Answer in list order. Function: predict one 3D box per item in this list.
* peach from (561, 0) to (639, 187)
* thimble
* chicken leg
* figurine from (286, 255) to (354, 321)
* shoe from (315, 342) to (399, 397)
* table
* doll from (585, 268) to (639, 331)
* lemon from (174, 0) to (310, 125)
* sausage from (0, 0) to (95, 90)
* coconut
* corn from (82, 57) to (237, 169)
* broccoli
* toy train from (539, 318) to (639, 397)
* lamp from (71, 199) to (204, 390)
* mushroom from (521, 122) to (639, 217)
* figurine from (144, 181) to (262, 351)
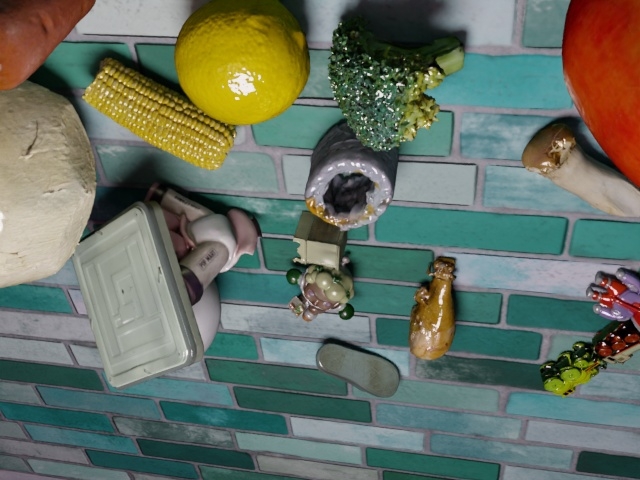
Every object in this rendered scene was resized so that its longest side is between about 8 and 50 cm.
[{"bbox_3d":[0.457,-0.193,0.865,0.387,0.388,0.388,8,136,7],"label":"peach"},{"bbox_3d":[0.050,-0.103,1.233,0.127,0.118,0.151,35,132,-21],"label":"thimble"},{"bbox_3d":[0.210,0.121,1.451,0.085,0.101,0.208,7,116,2],"label":"chicken leg"},{"bbox_3d":[-0.002,0.101,1.475,0.147,0.094,0.197,34,135,-3],"label":"figurine"},{"bbox_3d":[0.070,0.265,1.653,0.195,0.079,0.078,24,172,-21],"label":"shoe"},{"bbox_3d":[0.000,0.000,1.381,0.083,0.079,0.062,10,135,8],"label":"table"},{"bbox_3d":[0.568,0.123,1.352,0.227,0.075,0.102,22,121,5],"label":"doll"},{"bbox_3d":[-0.110,-0.246,1.089,0.203,0.178,0.178,-15,129,26],"label":"lemon"},{"bbox_3d":[-0.390,-0.298,1.052,0.113,0.259,0.114,9,134,10],"label":"sausage"},{"bbox_3d":[-0.525,-0.092,1.246,0.346,0.360,0.347,5,99,31],"label":"coconut"},{"bbox_3d":[-0.249,-0.194,1.241,0.244,0.093,0.093,26,136,-11],"label":"corn"},{"bbox_3d":[0.109,-0.228,1.076,0.194,0.219,0.194,-2,100,-11],"label":"broccoli"},{"bbox_3d":[0.516,0.216,1.483,0.085,0.053,0.250,23,135,-21],"label":"toy train"},{"bbox_3d":[-0.306,0.095,1.301,0.266,0.047,0.269,-25,81,44],"label":"lamp"},{"bbox_3d":[0.399,-0.098,1.183,0.209,0.071,0.084,29,103,-18],"label":"mushroom"},{"bbox_3d":[-0.265,0.096,1.441,0.210,0.253,0.361,14,132,-24],"label":"figurine"}]
